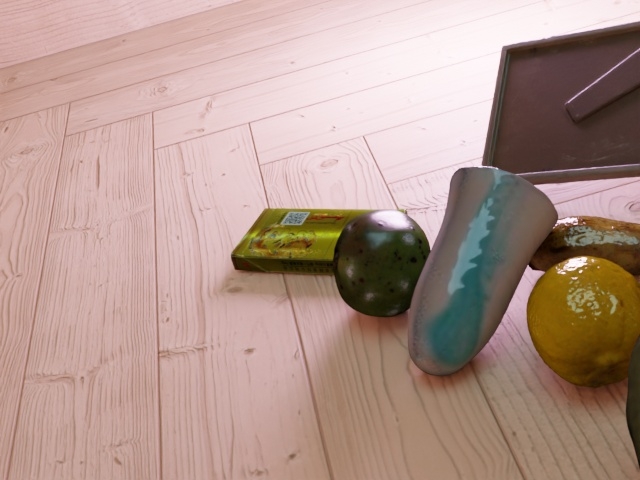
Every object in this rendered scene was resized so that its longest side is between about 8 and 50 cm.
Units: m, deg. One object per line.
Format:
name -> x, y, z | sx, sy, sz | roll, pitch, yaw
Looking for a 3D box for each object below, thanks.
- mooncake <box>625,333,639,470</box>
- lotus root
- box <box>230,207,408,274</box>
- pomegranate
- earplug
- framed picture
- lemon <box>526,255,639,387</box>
mooncake -> 0.528, 0.206, 1.094 | 0.351, 0.187, 0.351 | -13, 57, 20
lotus root -> 0.466, 0.007, 1.603 | 0.258, 0.097, 0.110 | 0, 32, 17
box -> 0.000, 0.000, 1.863 | 0.311, 0.043, 0.173 | 1, 35, 24
pomegranate -> 0.132, 0.042, 1.640 | 0.225, 0.187, 0.187 | 7, 27, -17
earplug -> 0.228, 0.064, 1.525 | 0.185, 0.185, 0.324 | 12, 65, 37
framed picture -> 0.522, -0.262, 1.829 | 0.446, 0.028, 0.326 | -2, 67, 38
lemon -> 0.387, 0.116, 1.394 | 0.180, 0.180, 0.193 | -26, 32, -16
